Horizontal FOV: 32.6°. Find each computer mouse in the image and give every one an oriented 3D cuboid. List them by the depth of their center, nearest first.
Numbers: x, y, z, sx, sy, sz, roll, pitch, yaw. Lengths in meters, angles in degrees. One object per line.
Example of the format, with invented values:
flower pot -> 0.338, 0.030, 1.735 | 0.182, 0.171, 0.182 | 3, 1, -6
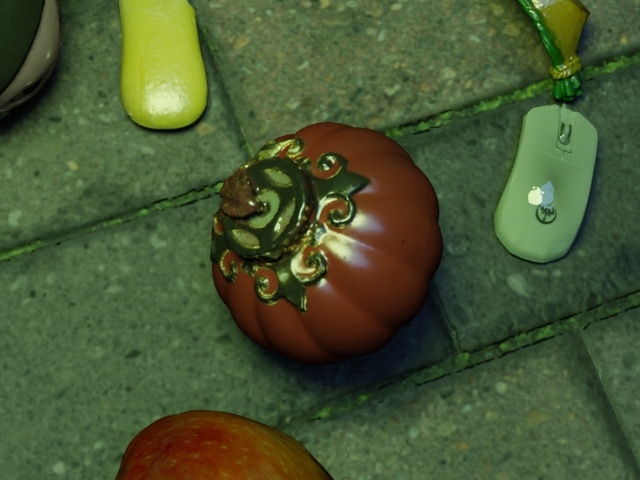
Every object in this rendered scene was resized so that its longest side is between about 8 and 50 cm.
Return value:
computer mouse -> 0.239, -0.068, 1.127 | 0.089, 0.056, 0.181 | 19, 72, -5

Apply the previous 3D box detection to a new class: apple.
apple -> -0.079, 0.255, 0.914 | 0.230, 0.230, 0.230 | 2, 73, -6

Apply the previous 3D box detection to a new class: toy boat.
toy boat -> 0.215, -0.254, 1.172 | 0.229, 0.089, 0.088 | 48, 112, 10

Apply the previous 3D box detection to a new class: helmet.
helmet -> -0.332, -0.233, 1.066 | 0.198, 0.154, 0.253 | -18, 61, 28

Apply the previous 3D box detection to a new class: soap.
soap -> -0.163, -0.193, 1.131 | 0.089, 0.033, 0.168 | -1, 74, -8

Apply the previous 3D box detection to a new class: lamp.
lamp -> 0.000, 0.000, 0.997 | 0.227, 0.227, 0.226 | 2, 73, -6
